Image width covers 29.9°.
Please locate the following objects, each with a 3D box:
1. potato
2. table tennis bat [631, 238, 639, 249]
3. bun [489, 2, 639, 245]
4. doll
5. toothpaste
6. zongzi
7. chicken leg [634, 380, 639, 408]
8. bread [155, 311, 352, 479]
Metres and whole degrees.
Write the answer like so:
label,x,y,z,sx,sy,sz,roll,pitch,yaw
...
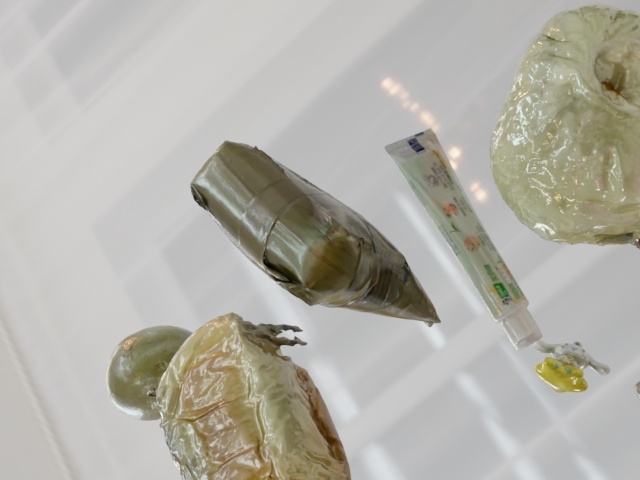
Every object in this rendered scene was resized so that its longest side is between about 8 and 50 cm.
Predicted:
label,x,y,z,sx,sy,sz,roll,pitch,yaw
potato,-0.270,0.224,2.004,0.174,0.159,0.251,10,169,-9
table tennis bat,0.533,-0.176,1.684,0.268,0.415,0.051,8,-166,-39
bun,0.269,-0.111,1.156,0.244,0.243,0.153,53,175,19
doll,0.450,0.225,2.147,0.113,0.135,0.072,-83,-4,-50
toothpaste,0.190,-0.003,1.548,0.314,0.056,0.058,61,-160,13
zongzi,0.000,0.000,1.500,0.260,0.123,0.289,40,-170,36
chicken leg,0.438,0.163,1.343,0.251,0.107,0.087,-10,-89,-40
bread,-0.090,0.291,1.643,0.183,0.236,0.389,37,-154,-45
